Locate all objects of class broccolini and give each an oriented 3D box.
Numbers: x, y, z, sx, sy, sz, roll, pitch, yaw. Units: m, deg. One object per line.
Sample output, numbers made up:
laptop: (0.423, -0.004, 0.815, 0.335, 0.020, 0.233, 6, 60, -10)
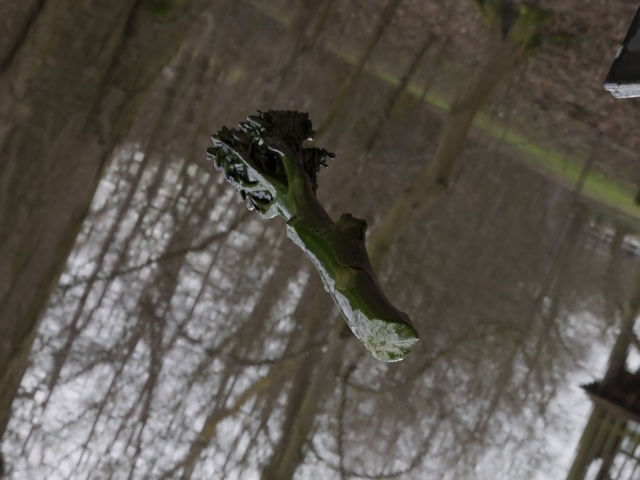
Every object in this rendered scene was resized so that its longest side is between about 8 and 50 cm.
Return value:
broccolini: (-0.002, 0.001, 0.569, 0.067, 0.058, 0.216, 9, -152, -26)

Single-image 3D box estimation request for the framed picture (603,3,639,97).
framed picture: (0.309, -0.185, 0.545, 0.014, 0.255, 0.338, 36, 163, -30)
